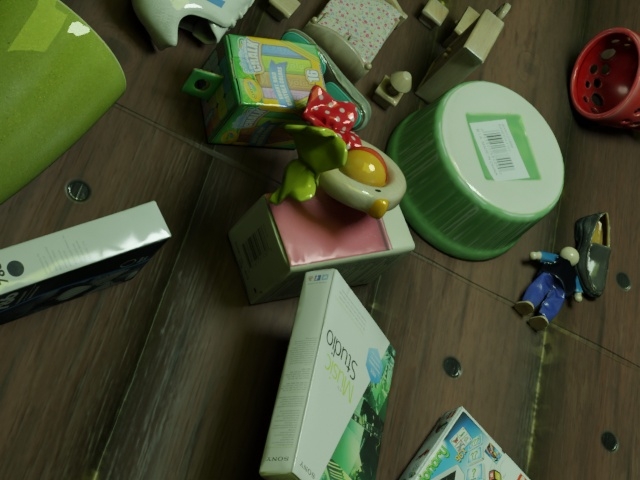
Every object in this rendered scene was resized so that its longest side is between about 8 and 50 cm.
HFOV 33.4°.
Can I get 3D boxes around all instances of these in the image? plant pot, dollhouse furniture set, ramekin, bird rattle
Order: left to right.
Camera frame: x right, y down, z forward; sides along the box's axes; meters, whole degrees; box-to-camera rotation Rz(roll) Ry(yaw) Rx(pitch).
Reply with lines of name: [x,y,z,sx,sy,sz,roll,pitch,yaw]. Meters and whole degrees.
plant pot: [-0.454,-0.167,1.415,0.274,0.275,0.293,35,70,-11]
bird rattle: [0.030,-0.111,1.584,0.207,0.143,0.253,32,22,2]
dollhouse furniture set: [0.137,-0.432,1.920,0.355,0.174,0.303,38,53,-9]
ramekin: [0.280,-0.131,1.869,0.303,0.148,0.303,13,61,-24]
plant pot: [0.625,-0.313,2.141,0.174,0.191,0.191,13,61,-34]

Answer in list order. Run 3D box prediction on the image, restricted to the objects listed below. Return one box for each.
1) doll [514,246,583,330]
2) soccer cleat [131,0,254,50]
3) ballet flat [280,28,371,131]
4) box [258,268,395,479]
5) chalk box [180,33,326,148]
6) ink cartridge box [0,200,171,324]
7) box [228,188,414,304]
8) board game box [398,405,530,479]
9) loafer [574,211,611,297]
doll: [0.416,0.072,1.913,0.129,0.046,0.189,47,53,-4]
soccer cleat: [-0.166,-0.407,1.785,0.331,0.116,0.143,-26,98,-34]
ballet flat: [0.009,-0.277,1.847,0.213,0.072,0.068,51,25,0]
box: [0.021,0.235,1.512,0.232,0.058,0.322,53,39,-43]
chalk box: [-0.114,-0.237,1.705,0.213,0.132,0.132,0,67,-29]
ink cartridge box: [-0.371,0.047,1.396,0.332,0.165,0.065,-19,79,-35]
box: [0.000,0.000,1.643,0.232,0.148,0.127,-9,71,-33]
board game box: [0.193,0.422,1.600,0.193,0.053,0.305,48,51,-5]
loafer: [0.511,0.023,1.982,0.062,0.061,0.170,14,61,-25]
